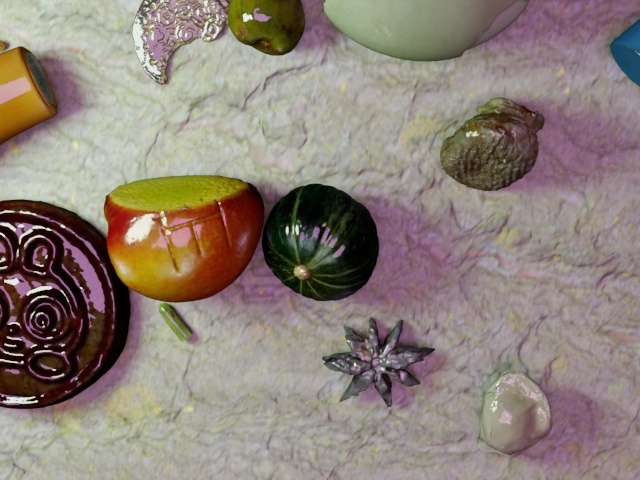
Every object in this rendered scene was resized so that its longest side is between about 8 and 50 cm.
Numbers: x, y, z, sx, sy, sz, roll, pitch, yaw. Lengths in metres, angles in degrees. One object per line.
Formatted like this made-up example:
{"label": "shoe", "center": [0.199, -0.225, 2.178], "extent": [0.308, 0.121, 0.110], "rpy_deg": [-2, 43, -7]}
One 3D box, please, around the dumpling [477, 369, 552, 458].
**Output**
{"label": "dumpling", "center": [0.364, 0.333, 1.629], "extent": [0.136, 0.118, 0.199], "rpy_deg": [17, 122, -1]}

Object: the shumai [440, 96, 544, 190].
{"label": "shumai", "center": [0.303, -0.180, 1.516], "extent": [0.161, 0.209, 0.153], "rpy_deg": [19, 68, 11]}

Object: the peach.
{"label": "peach", "center": [-0.226, -0.012, 1.513], "extent": [0.275, 0.248, 0.245], "rpy_deg": [-13, 136, 3]}

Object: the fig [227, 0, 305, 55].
{"label": "fig", "center": [-0.090, -0.408, 1.506], "extent": [0.133, 0.185, 0.126], "rpy_deg": [7, 142, -3]}

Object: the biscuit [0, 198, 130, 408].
{"label": "biscuit", "center": [-0.558, 0.123, 1.610], "extent": [0.407, 0.091, 0.407], "rpy_deg": [0, 100, 1]}

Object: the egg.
{"label": "egg", "center": [0.179, -0.426, 1.399], "extent": [0.336, 0.278, 0.278], "rpy_deg": [12, 101, -1]}

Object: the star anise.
{"label": "star anise", "center": [0.106, 0.235, 1.635], "extent": [0.204, 0.061, 0.180], "rpy_deg": [14, 101, -2]}

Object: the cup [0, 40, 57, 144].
{"label": "cup", "center": [-0.613, -0.247, 1.515], "extent": [0.264, 0.182, 0.226], "rpy_deg": [-23, 68, -2]}

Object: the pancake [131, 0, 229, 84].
{"label": "pancake", "center": [-0.240, -0.372, 1.545], "extent": [0.190, 0.020, 0.184], "rpy_deg": [-2, 100, 2]}

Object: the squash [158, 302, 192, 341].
{"label": "squash", "center": [-0.277, 0.152, 1.642], "extent": [0.027, 0.027, 0.083], "rpy_deg": [-37, 99, 7]}

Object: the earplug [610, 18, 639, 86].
{"label": "earplug", "center": [0.642, -0.384, 1.480], "extent": [0.273, 0.132, 0.132], "rpy_deg": [-43, 97, 5]}

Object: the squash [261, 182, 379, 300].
{"label": "squash", "center": [0.000, 0.004, 1.529], "extent": [0.218, 0.218, 0.172], "rpy_deg": [39, 61, -6]}
